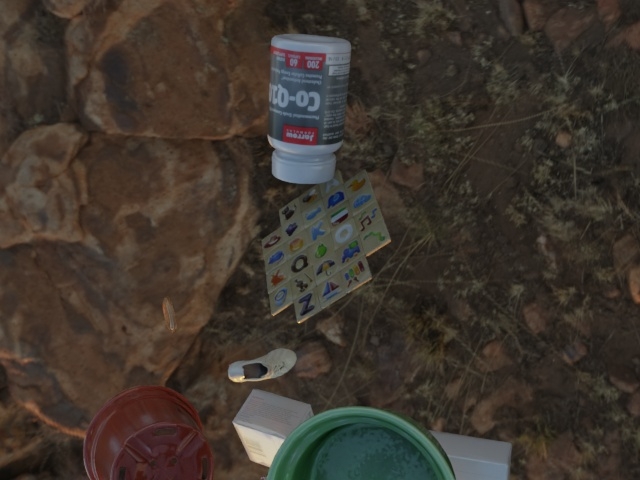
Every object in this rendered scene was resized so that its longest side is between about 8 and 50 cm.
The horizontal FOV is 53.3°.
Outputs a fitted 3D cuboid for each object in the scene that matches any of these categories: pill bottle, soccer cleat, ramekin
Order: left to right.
[{"bbox_3d":[-0.129,0.305,1.531,0.076,0.196,0.068,-8,89,51],"label":"soccer cleat"},{"bbox_3d":[-0.027,-0.270,1.313,0.161,0.161,0.283,14,115,21],"label":"pill bottle"},{"bbox_3d":[0.076,0.409,1.007,0.303,0.148,0.303,-2,82,16],"label":"ramekin"}]

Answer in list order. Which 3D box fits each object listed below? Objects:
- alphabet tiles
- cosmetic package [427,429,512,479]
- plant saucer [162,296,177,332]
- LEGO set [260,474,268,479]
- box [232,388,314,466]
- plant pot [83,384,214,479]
[{"bbox_3d":[0.000,0.000,1.298,0.285,0.342,0.011,-34,129,18],"label":"alphabet tiles"},{"bbox_3d":[0.226,0.480,1.169,0.224,0.138,0.225,3,89,19],"label":"cosmetic package"},{"bbox_3d":[-0.343,0.169,1.443,0.083,0.013,0.083,39,135,54],"label":"plant saucer"},{"bbox_3d":[-0.027,0.521,1.363,0.227,0.093,0.087,-34,73,52],"label":"LEGO set"},{"bbox_3d":[-0.110,0.513,1.697,0.182,0.119,0.181,8,133,28],"label":"box"},{"bbox_3d":[-0.355,0.463,1.356,0.272,0.272,0.265,63,158,-7],"label":"plant pot"}]
